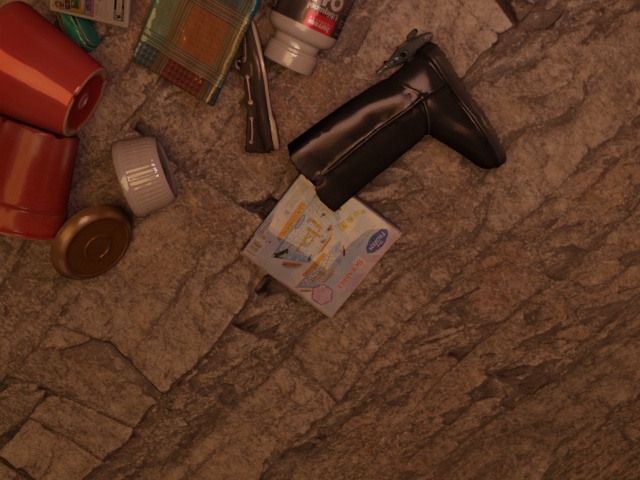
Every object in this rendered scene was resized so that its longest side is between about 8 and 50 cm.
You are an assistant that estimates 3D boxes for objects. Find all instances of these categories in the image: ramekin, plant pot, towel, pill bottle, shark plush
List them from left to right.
[{"bbox_3d":[-0.756,-0.170,1.710,0.272,0.272,0.265,18,99,-4],"label":"plant pot"},{"bbox_3d":[-0.675,-0.395,1.615,0.243,0.275,0.275,30,106,-4],"label":"plant pot"},{"bbox_3d":[-0.601,0.013,1.777,0.032,0.236,0.236,36,109,30],"label":"plant pot"},{"bbox_3d":[-0.448,-0.171,1.721,0.109,0.207,0.207,-17,106,-2],"label":"ramekin"},{"bbox_3d":[-0.298,-0.556,1.634,0.271,0.040,0.370,32,107,14],"label":"towel"},{"bbox_3d":[-0.017,-0.568,1.592,0.176,0.176,0.318,24,107,-5],"label":"pill bottle"},{"bbox_3d":[0.206,-0.475,1.669,0.161,0.067,0.073,-22,106,8],"label":"shark plush"}]

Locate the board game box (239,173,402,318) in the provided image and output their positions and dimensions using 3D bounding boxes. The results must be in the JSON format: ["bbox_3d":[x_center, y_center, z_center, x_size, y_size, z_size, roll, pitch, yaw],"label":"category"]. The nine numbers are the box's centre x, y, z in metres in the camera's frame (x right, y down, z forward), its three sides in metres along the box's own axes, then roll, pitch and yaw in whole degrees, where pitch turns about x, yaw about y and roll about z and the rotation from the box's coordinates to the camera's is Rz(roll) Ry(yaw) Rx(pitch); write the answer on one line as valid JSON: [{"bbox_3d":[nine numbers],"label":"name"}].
[{"bbox_3d":[0.000,0.000,1.825,0.318,0.066,0.319,37,105,-9],"label":"board game box"}]

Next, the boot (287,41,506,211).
[{"bbox_3d":[0.191,-0.216,1.674,0.445,0.146,0.367,-37,101,2],"label":"boot"}]

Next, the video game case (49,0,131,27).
[{"bbox_3d":[-0.538,-0.629,1.565,0.193,0.023,0.212,13,119,-1],"label":"video game case"}]

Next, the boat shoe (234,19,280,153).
[{"bbox_3d":[-0.175,-0.381,1.690,0.095,0.112,0.335,-10,110,0],"label":"boat shoe"}]

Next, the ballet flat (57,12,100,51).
[{"bbox_3d":[-0.635,-0.589,1.660,0.087,0.083,0.247,-11,105,26],"label":"ballet flat"}]
